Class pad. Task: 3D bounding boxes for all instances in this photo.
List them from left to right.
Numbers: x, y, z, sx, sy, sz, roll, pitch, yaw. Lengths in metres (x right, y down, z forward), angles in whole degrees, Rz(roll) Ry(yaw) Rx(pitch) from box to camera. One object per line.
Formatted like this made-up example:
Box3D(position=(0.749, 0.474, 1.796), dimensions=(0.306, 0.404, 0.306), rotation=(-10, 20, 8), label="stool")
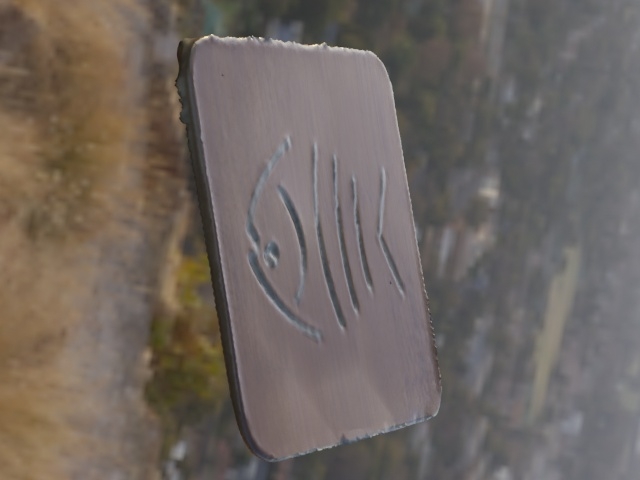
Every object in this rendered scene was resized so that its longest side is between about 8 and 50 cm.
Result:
Box3D(position=(0.000, 0.000, 1.303), dimensions=(0.284, 0.018, 0.286), rotation=(-5, 84, -60), label="pad")
